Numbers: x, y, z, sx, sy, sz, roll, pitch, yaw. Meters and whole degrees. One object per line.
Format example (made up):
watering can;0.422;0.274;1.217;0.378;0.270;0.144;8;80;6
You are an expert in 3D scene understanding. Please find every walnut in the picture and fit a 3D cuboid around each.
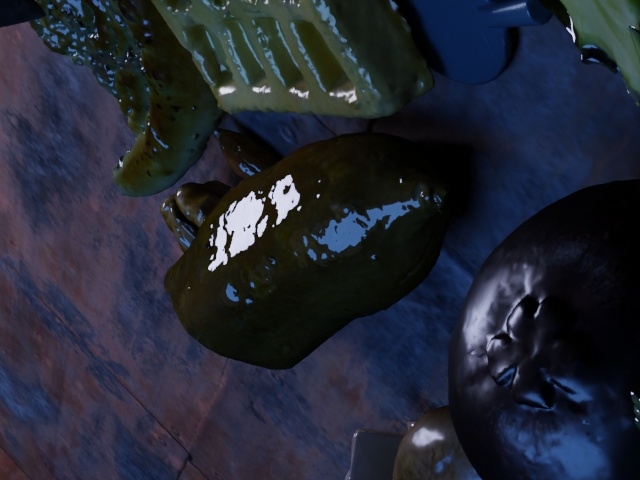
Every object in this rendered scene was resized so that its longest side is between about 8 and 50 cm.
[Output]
walnut;-0.075;0.013;1.455;0.170;0.069;0.143;53;157;-6

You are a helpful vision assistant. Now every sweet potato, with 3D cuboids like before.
sweet potato;0.000;0.000;1.208;0.158;0.158;0.369;50;141;-2
sweet potato;-0.057;-0.066;1.347;0.095;0.034;0.034;42;155;17

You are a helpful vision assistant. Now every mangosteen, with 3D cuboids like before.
mangosteen;0.203;0.081;0.939;0.228;0.228;0.265;25;-172;42

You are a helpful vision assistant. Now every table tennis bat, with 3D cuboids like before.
table tennis bat;0.092;-0.143;0.994;0.155;0.019;0.100;5;131;60

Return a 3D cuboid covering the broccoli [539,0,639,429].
broccoli;0.227;-0.073;0.684;0.221;0.252;0.361;45;-152;-52

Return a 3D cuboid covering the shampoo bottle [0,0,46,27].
shampoo bottle;-0.310;-0.259;1.294;0.309;0.098;0.071;50;151;47

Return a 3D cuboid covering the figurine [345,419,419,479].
figurine;0.069;0.262;1.515;0.162;0.141;0.237;9;158;5

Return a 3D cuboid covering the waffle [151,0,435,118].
waffle;-0.040;-0.167;1.117;0.274;0.057;0.168;10;134;59

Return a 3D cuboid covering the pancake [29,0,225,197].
pancake;-0.181;-0.165;1.332;0.197;0.054;0.377;19;143;27

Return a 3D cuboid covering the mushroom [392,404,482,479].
mushroom;0.180;0.247;1.273;0.278;0.146;0.278;31;148;21
